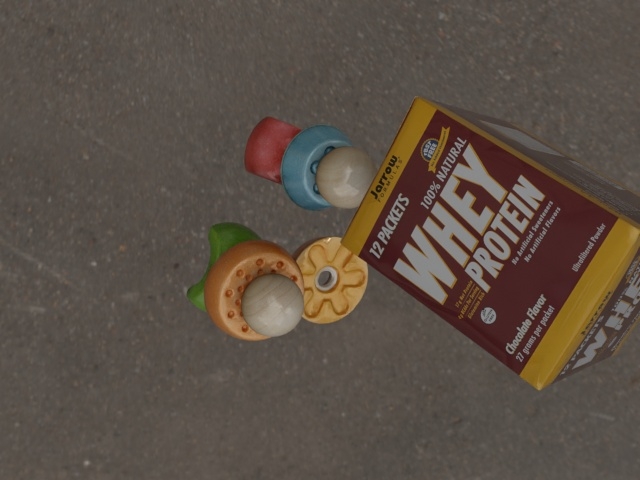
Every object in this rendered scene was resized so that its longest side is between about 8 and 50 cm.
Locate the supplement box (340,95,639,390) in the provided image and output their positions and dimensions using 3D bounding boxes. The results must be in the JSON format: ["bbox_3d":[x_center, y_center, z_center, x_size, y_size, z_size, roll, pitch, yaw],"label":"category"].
[{"bbox_3d":[0.160,-0.003,0.677,0.194,0.191,0.129,-1,123,-56],"label":"supplement box"}]

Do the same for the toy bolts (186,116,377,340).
[{"bbox_3d":[0.000,0.000,0.877,0.218,0.158,0.228,14,97,-31],"label":"toy bolts"}]
